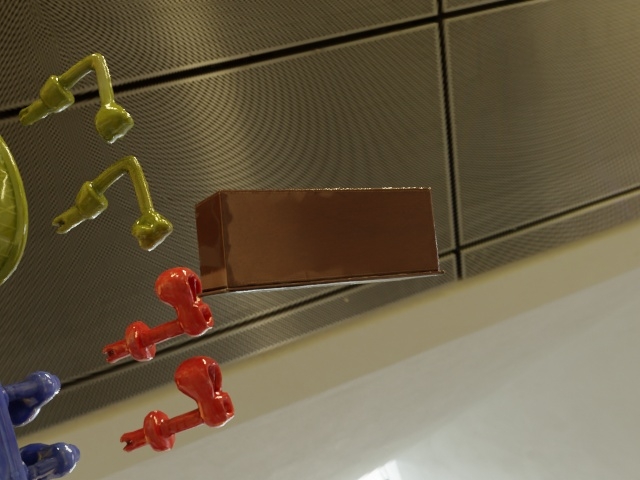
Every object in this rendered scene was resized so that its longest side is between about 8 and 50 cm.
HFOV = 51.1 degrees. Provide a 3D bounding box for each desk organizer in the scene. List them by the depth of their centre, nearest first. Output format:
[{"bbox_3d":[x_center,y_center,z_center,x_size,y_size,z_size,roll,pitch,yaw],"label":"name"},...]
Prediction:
[{"bbox_3d":[0.000,0.000,0.367,0.130,0.047,0.050,-3,-96,-27],"label":"desk organizer"}]

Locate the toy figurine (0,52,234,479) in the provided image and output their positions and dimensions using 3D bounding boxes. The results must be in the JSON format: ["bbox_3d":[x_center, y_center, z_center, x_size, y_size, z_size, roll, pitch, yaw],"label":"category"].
[{"bbox_3d":[-0.175,0.066,0.293,0.191,0.217,0.363,-21,-99,14],"label":"toy figurine"}]
